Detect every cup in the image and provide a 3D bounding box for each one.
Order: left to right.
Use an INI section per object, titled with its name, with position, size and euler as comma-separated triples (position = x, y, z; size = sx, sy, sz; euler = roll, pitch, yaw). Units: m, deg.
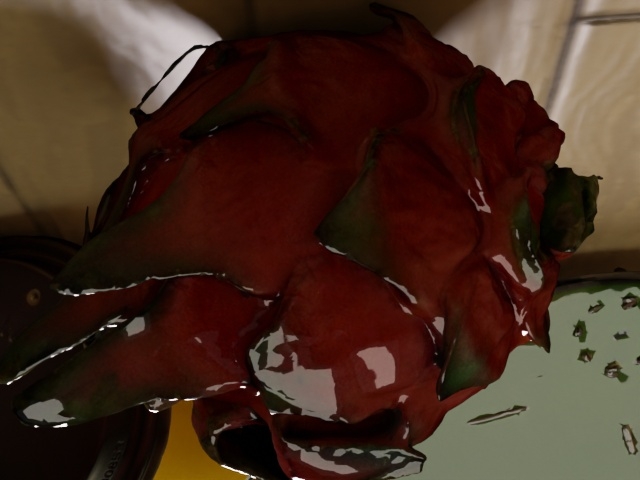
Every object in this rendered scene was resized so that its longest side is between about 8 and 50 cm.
[cup]
position = -0.139, 0.104, 1.034
size = 0.196, 0.196, 0.280
euler = -12, 169, 22

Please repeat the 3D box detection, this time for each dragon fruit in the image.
[dragon fruit]
position = -0.011, 0.007, 0.718
size = 0.274, 0.193, 0.192
euler = -17, 141, 4

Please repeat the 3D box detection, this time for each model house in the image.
[model house]
position = 0.129, 0.100, 1.193
size = 0.294, 0.154, 0.207
euler = -16, 117, 10

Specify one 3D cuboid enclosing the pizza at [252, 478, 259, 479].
[pizza]
position = -0.037, 0.217, 1.545
size = 0.268, 0.087, 0.258
euler = -8, 166, 15
